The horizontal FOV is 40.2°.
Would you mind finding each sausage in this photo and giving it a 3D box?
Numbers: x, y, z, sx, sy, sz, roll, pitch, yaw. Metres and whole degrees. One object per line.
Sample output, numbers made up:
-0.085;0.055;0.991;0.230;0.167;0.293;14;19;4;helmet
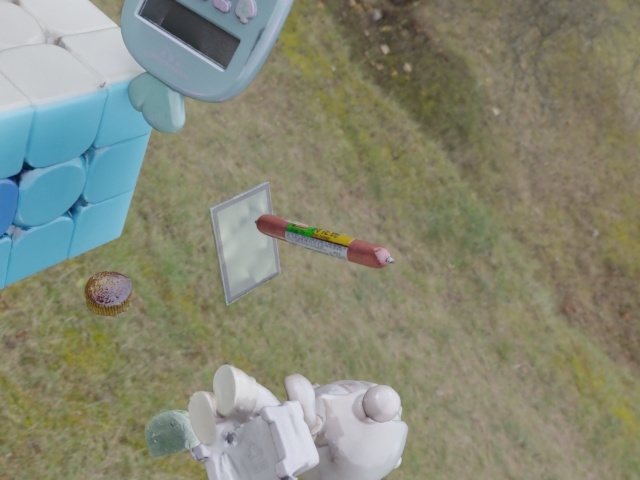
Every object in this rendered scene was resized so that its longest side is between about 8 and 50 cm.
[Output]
0.000;0.000;1.082;0.029;0.223;0.029;-23;121;-46;sausage

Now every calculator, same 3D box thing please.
-0.119;-0.255;0.927;0.186;0.298;0.041;33;16;19;calculator

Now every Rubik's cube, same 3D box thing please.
-0.406;-0.141;1.038;0.291;0.290;0.292;41;39;17;Rubik's cube

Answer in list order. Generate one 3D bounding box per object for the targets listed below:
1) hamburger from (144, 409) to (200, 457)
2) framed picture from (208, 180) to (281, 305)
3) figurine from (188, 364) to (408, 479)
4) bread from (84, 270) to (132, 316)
-0.289;0.366;1.676;0.054;0.121;0.084;-8;78;-74;hamburger
-0.157;0.006;1.858;0.173;0.010;0.231;-29;124;-41;framed picture
0.003;0.200;0.896;0.257;0.182;0.144;7;38;-45;figurine
-0.370;0.089;1.529;0.085;0.053;0.085;6;46;-6;bread
